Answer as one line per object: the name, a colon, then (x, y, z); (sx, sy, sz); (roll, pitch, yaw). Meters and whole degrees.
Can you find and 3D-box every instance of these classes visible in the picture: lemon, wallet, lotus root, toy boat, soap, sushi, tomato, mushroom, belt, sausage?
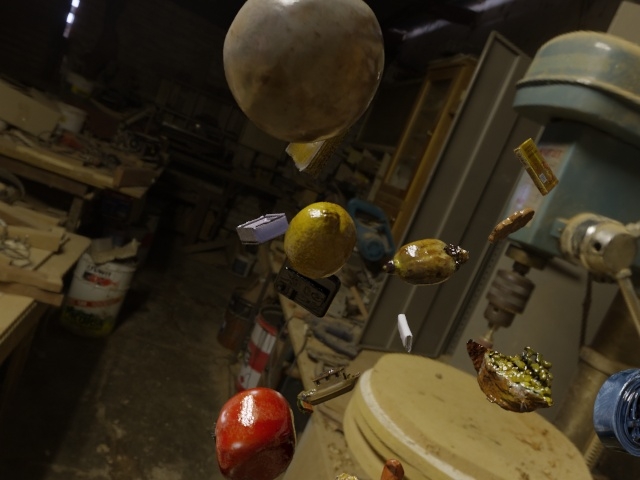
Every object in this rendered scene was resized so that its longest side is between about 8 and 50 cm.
lemon: (0.000, 0.000, 1.208); (0.170, 0.207, 0.170); (15, 46, -16)
wallet: (0.254, 0.277, 1.535); (0.025, 0.061, 0.122); (-5, 23, 0)
lotus root: (0.375, 0.080, 1.858); (0.314, 0.141, 0.169); (-7, 54, -8)
toy boat: (0.022, 0.426, 1.501); (0.077, 0.200, 0.057); (64, 19, 6)
soap: (-0.005, -0.331, 1.637); (0.076, 0.233, 0.135); (11, 34, -43)
sushi: (0.603, 0.427, 1.620); (0.166, 0.179, 0.296); (7, 16, -20)
tomato: (-0.234, 0.702, 1.835); (0.289, 0.325, 0.293); (-10, 31, -5)
mushroom: (-0.041, -0.342, 0.961); (0.297, 0.297, 0.290); (17, 27, -31)
belt: (0.711, 0.390, 1.163); (0.141, 0.190, 0.082); (35, -18, -7)
sausage: (0.287, 0.955, 2.049); (0.089, 0.179, 0.089); (14, 15, -4)

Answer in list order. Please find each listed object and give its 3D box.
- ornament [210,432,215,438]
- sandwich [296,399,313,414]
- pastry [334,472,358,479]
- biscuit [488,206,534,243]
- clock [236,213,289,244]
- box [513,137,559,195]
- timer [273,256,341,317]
ornament: (-0.415, 0.805, 2.103); (0.073, 0.028, 0.125); (8, -22, -12)
sandwich: (-0.058, 0.606, 1.868); (0.069, 0.026, 0.101); (41, 6, -17)
pastry: (0.121, 0.956, 1.836); (0.102, 0.154, 0.250); (-3, 16, -25)
biscuit: (0.600, -0.053, 1.594); (0.027, 0.184, 0.133); (53, -16, 27)
clock: (-0.216, -0.043, 1.910); (0.144, 0.073, 0.193); (-24, 11, -25)
box: (0.621, -0.212, 1.464); (0.089, 0.022, 0.156); (-37, 93, -36)
timer: (-0.042, 0.134, 1.524); (0.187, 0.144, 0.055); (31, 25, 11)
